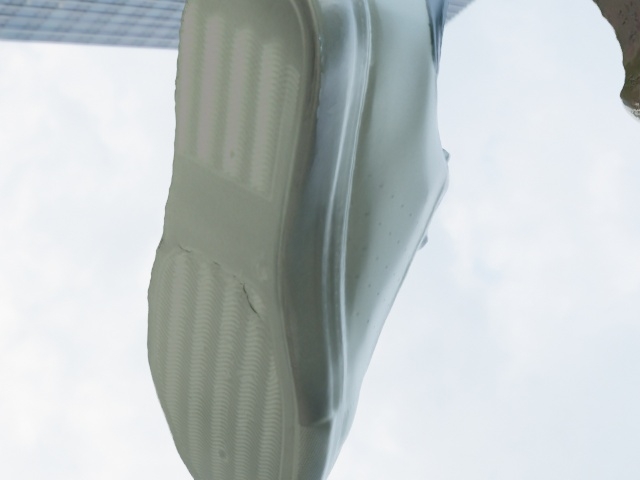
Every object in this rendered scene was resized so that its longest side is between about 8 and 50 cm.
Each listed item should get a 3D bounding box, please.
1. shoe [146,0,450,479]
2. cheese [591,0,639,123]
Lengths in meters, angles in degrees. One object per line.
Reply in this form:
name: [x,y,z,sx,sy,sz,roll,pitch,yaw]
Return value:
shoe: [0.000,0.000,0.624,0.132,0.160,0.363,26,-56,34]
cheese: [0.284,-0.234,0.888,0.163,0.082,0.286,-35,-111,55]
